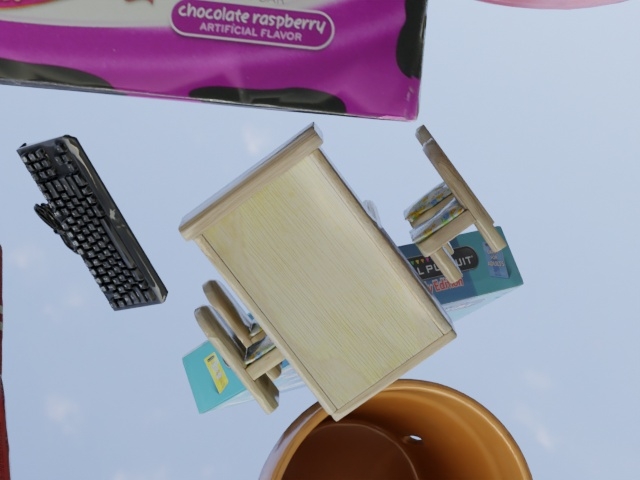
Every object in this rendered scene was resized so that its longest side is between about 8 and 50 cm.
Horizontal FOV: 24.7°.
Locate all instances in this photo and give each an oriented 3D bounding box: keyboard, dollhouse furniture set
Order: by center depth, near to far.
[{"bbox_3d":[0.000,0.000,1.034,0.161,0.212,0.242,53,-173,-10],"label":"dollhouse furniture set"},{"bbox_3d":[-0.218,-0.012,1.340,0.023,0.108,0.180,-44,-65,-38],"label":"keyboard"}]

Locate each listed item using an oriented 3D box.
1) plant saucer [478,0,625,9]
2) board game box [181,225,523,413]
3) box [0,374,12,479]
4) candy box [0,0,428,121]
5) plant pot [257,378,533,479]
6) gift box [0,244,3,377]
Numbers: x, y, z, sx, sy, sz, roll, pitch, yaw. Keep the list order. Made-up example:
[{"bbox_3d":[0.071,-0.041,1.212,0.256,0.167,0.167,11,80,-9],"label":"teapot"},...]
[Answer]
[{"bbox_3d":[0.119,-0.242,0.782,0.332,0.084,0.332,-1,-124,1],"label":"plant saucer"},{"bbox_3d":[0.030,0.094,1.699,0.254,0.336,0.079,-11,-105,-38],"label":"board game box"},{"bbox_3d":[-0.299,0.226,1.128,0.128,0.123,0.257,-4,-148,-13],"label":"box"},{"bbox_3d":[-0.056,-0.094,0.539,0.159,0.071,0.233,5,-171,-8],"label":"candy box"},{"bbox_3d":[0.051,0.283,1.515,0.291,0.291,0.203,19,172,-17],"label":"plant pot"},{"bbox_3d":[-0.474,0.135,1.436,0.255,0.258,0.276,24,-144,-24],"label":"gift box"}]
